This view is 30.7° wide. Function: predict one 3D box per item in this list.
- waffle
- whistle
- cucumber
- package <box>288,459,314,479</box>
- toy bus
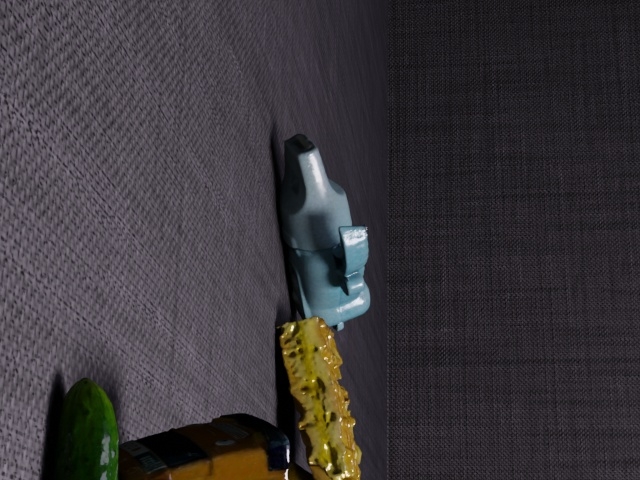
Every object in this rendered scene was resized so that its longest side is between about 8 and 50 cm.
[{"bbox_3d":[0.006,0.201,1.326,0.160,0.055,0.211,56,20,-77],"label":"waffle"},{"bbox_3d":[0.000,0.000,1.347,0.186,0.093,0.274,-124,-162,-50],"label":"whistle"},{"bbox_3d":[-0.123,0.147,0.595,0.037,0.037,0.155,72,19,-65],"label":"cucumber"},{"bbox_3d":[-0.013,0.322,1.330,0.071,0.047,0.131,-75,162,-69],"label":"package"},{"bbox_3d":[-0.071,0.206,0.662,0.098,0.114,0.201,-176,-96,-67],"label":"toy bus"}]
